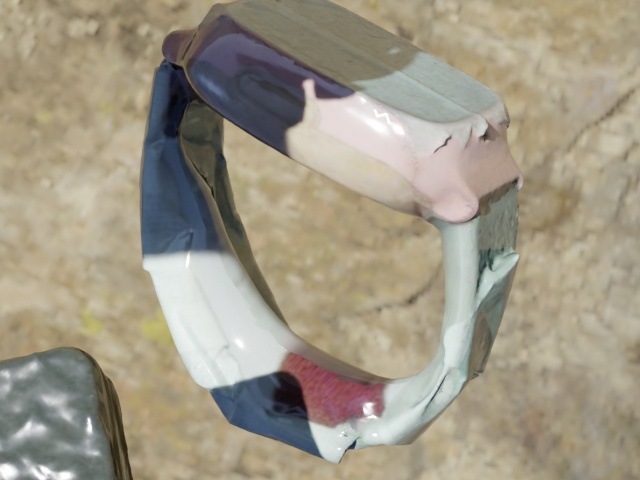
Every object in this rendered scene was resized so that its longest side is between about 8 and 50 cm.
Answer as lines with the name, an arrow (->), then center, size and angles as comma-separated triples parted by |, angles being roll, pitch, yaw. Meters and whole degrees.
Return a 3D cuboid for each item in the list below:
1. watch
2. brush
watch -> 0.000, 0.000, 1.100 | 0.253, 0.162, 0.241 | 31, 114, 18
brush -> -0.181, 0.124, 0.802 | 0.197, 0.123, 0.059 | -11, 157, -6
